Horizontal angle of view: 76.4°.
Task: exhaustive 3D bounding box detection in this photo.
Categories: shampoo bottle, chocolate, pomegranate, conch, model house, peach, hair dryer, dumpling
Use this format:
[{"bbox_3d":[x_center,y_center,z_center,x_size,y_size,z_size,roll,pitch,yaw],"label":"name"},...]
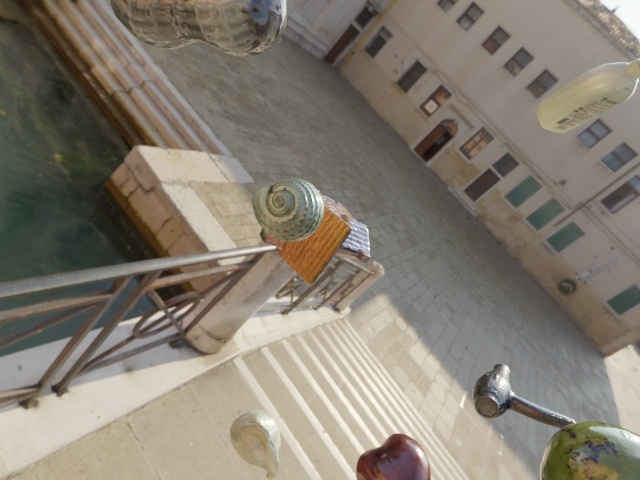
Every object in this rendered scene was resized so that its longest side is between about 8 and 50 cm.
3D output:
[{"bbox_3d":[0.361,-0.194,0.519,0.077,0.152,0.045,2,75,-23],"label":"shampoo bottle"},{"bbox_3d":[-0.101,-0.189,0.326,0.167,0.072,0.072,17,16,21],"label":"chocolate"},{"bbox_3d":[0.272,0.238,0.373,0.114,0.114,0.142,44,18,-3],"label":"pomegranate"},{"bbox_3d":[-0.031,-0.025,0.412,0.085,0.076,0.057,51,33,-56],"label":"conch"},{"bbox_3d":[0.000,0.000,1.106,0.237,0.202,0.237,26,16,-44],"label":"model house"},{"bbox_3d":[0.154,0.469,0.813,0.152,0.152,0.152,36,26,-20],"label":"peach"},{"bbox_3d":[0.411,0.313,0.775,0.219,0.075,0.195,16,13,32],"label":"hair dryer"},{"bbox_3d":[-0.181,0.583,1.168,0.131,0.252,0.179,-26,88,-33],"label":"dumpling"}]
